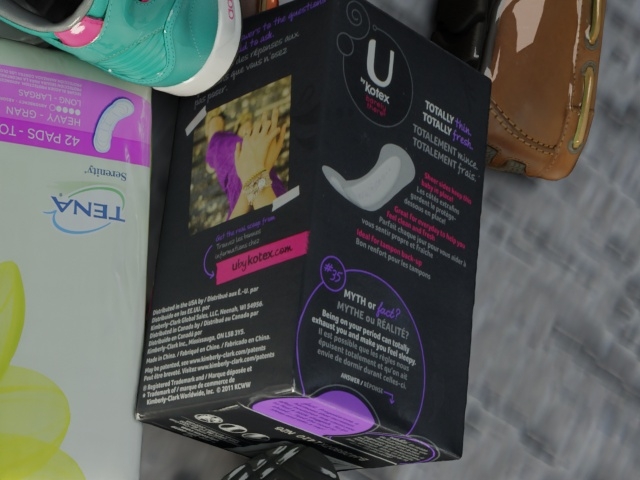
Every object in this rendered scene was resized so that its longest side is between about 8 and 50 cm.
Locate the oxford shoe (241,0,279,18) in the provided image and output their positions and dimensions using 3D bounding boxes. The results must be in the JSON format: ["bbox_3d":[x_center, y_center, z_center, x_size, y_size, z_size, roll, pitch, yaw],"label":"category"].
[{"bbox_3d":[-0.082,-0.249,1.211,0.098,0.097,0.271,-9,95,-2],"label":"oxford shoe"}]

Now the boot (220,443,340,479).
[{"bbox_3d":[-0.089,0.220,1.125,0.247,0.161,0.083,-20,65,-7],"label":"boot"}]

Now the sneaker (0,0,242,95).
[{"bbox_3d":[-0.166,-0.232,1.078,0.178,0.124,0.295,6,58,-59],"label":"sneaker"}]

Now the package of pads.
[{"bbox_3d":[-0.219,0.019,1.089,0.229,0.101,0.296,10,75,-34],"label":"package of pads"}]

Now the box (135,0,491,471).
[{"bbox_3d":[0.000,0.000,1.131,0.165,0.143,0.270,27,61,-41],"label":"box"}]

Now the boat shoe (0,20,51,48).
[{"bbox_3d":[-0.293,-0.196,1.099,0.302,0.103,0.113,22,98,-13],"label":"boat shoe"}]

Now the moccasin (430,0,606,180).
[{"bbox_3d":[0.179,-0.233,1.278,0.147,0.139,0.380,15,77,-25],"label":"moccasin"}]
